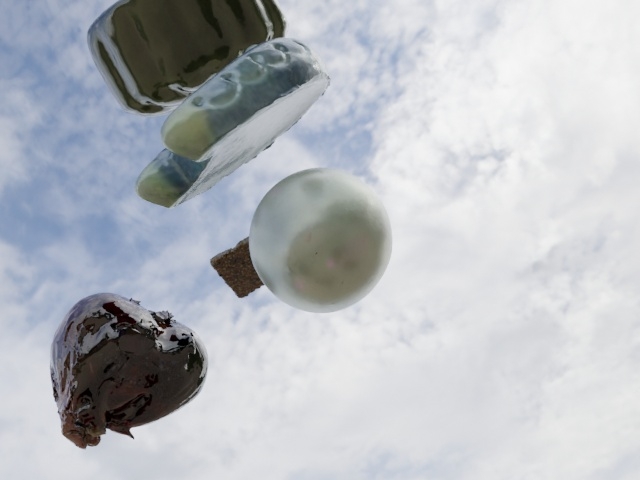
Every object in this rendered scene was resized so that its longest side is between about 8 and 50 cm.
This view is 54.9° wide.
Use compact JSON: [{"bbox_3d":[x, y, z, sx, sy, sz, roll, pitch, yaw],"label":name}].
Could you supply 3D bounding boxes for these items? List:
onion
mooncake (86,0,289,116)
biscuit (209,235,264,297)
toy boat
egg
[{"bbox_3d":[-0.333,0.217,1.091,0.280,0.281,0.221,9,-39,-34],"label":"onion"},{"bbox_3d":[-0.232,-0.351,1.101,0.351,0.351,0.187,-27,-75,-8],"label":"mooncake"},{"bbox_3d":[-0.093,0.023,1.227,0.230,0.025,0.131,-32,-48,2],"label":"biscuit"},{"bbox_3d":[-0.121,-0.181,0.825,0.330,0.123,0.215,-43,0,-37],"label":"toy boat"},{"bbox_3d":[0.000,0.000,0.642,0.151,0.209,0.151,1,-81,4],"label":"egg"}]
